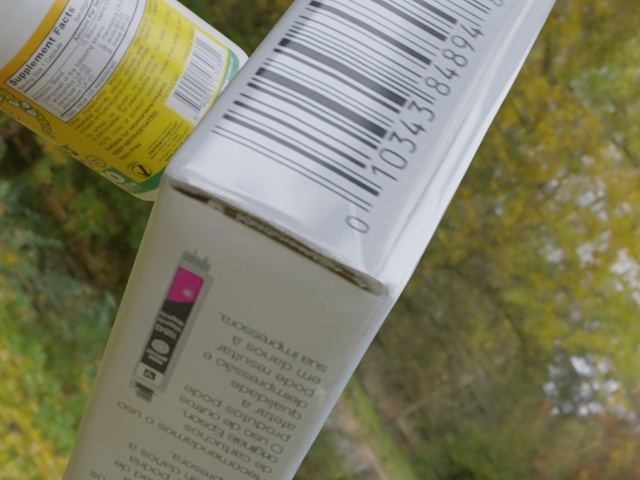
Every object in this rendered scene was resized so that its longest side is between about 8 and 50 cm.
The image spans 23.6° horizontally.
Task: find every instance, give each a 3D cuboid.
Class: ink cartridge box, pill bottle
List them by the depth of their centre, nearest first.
[{"bbox_3d":[0.000,0.000,0.559,0.071,0.324,0.330,29,-44,1],"label":"ink cartridge box"},{"bbox_3d":[-0.152,-0.121,0.920,0.208,0.117,0.117,34,13,-31],"label":"pill bottle"}]
